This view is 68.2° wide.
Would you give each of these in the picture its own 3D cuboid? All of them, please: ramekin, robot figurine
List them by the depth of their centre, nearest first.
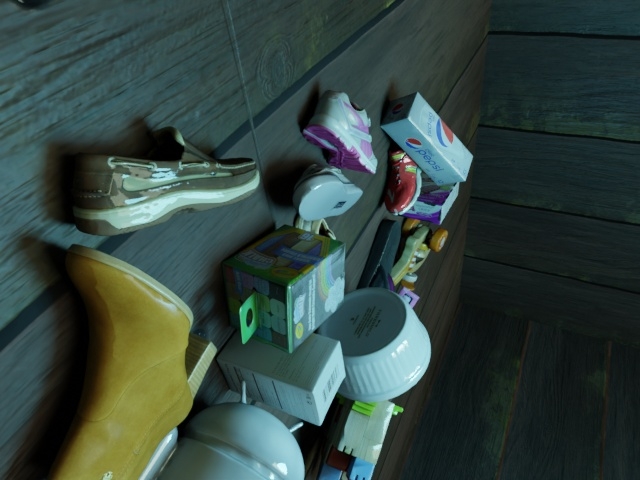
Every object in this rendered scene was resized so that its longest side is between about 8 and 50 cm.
[{"bbox_3d":[-0.151,0.384,0.664,0.300,0.200,0.353,47,51,-21],"label":"robot figurine"},{"bbox_3d":[0.113,0.228,1.110,0.272,0.273,0.127,-56,136,-39],"label":"ramekin"}]

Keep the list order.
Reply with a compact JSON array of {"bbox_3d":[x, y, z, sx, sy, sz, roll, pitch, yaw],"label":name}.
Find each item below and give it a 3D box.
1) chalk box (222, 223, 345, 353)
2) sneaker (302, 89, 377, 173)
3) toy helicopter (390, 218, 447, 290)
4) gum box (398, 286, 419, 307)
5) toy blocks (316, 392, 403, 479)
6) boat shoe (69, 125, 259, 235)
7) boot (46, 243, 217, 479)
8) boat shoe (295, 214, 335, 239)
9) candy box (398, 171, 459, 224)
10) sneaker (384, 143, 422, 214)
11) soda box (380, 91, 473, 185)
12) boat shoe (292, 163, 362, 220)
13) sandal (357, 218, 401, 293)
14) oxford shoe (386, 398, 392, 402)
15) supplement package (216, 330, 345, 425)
[{"bbox_3d":[-0.069,0.083,0.769,0.213,0.132,0.132,-34,133,-48],"label":"chalk box"},{"bbox_3d":[0.060,-0.211,0.945,0.252,0.103,0.111,34,73,-65],"label":"sneaker"},{"bbox_3d":[0.285,0.091,1.616,0.355,0.140,0.234,-40,147,-38],"label":"toy helicopter"},{"bbox_3d":[0.241,0.242,1.530,0.107,0.062,0.188,-46,166,-40],"label":"gum box"},{"bbox_3d":[0.074,0.524,1.224,0.381,0.191,0.260,110,2,-73],"label":"toy blocks"},{"bbox_3d":[-0.159,-0.083,0.544,0.257,0.095,0.095,-32,125,-57],"label":"boat shoe"},{"bbox_3d":[-0.225,0.159,0.511,0.211,0.104,0.295,-61,153,-27],"label":"boot"},{"bbox_3d":[0.000,0.000,0.974,0.062,0.059,0.170,-68,155,-19],"label":"boat shoe"},{"bbox_3d":[0.347,-0.146,1.539,0.233,0.159,0.071,-46,143,-51],"label":"candy box"},{"bbox_3d":[0.230,-0.210,1.361,0.118,0.107,0.278,32,69,-46],"label":"sneaker"},{"bbox_3d":[0.296,-0.269,1.289,0.286,0.098,0.091,36,66,-33],"label":"soda box"},{"bbox_3d":[0.003,-0.102,0.889,0.096,0.088,0.268,-47,168,21],"label":"boat shoe"},{"bbox_3d":[0.179,0.151,1.387,0.167,0.107,0.445,38,68,-64],"label":"sandal"},{"bbox_3d":[0.218,0.403,1.554,0.133,0.130,0.363,-26,138,-38],"label":"oxford shoe"},{"bbox_3d":[-0.063,0.213,0.796,0.105,0.180,0.105,-55,148,-40],"label":"supplement package"}]
